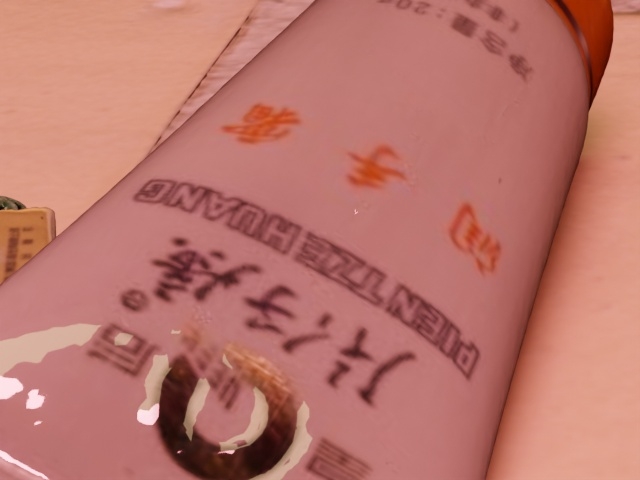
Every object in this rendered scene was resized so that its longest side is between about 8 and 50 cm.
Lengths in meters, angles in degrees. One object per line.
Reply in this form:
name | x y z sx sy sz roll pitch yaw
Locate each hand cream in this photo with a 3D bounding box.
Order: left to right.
hand cream | 0.000 0.000 0.491 0.140 0.089 0.314 27 37 1

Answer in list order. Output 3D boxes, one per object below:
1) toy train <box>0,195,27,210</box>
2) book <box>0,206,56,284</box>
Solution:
toy train | -0.139 0.022 0.525 0.071 0.038 0.148 10 30 28
book | -0.158 0.060 0.431 0.192 0.013 0.168 -4 45 2
